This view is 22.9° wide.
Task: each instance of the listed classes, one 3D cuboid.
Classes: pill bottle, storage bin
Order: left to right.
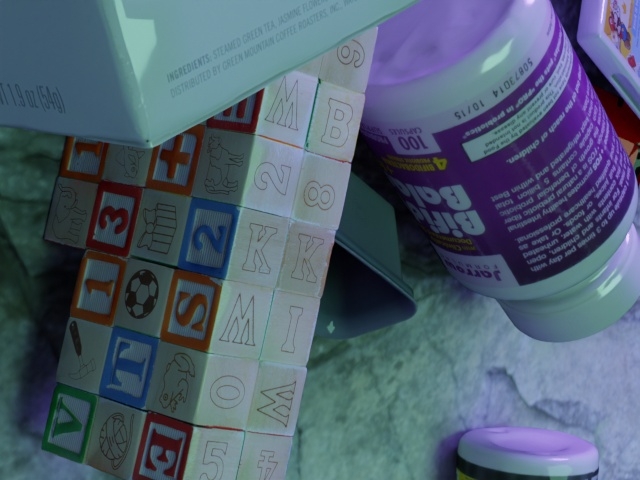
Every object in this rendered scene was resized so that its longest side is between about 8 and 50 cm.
[{"bbox_3d":[0.000,0.000,1.133,0.135,0.098,0.091,38,41,-43],"label":"storage bin"},{"bbox_3d":[0.141,-0.061,1.206,0.169,0.169,0.301,-55,131,-25],"label":"pill bottle"},{"bbox_3d":[0.168,0.269,1.326,0.119,0.119,0.208,-4,99,-47],"label":"pill bottle"}]

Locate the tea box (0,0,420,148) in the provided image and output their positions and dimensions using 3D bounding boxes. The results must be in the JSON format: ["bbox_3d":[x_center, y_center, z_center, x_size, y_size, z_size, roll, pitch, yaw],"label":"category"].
[{"bbox_3d":[-0.150,-0.240,0.748,0.220,0.329,0.324,-33,118,-39],"label":"tea box"}]

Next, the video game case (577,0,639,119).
[{"bbox_3d":[0.294,-0.213,1.407,0.206,0.026,0.227,41,51,-43],"label":"video game case"}]

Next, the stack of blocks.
[{"bbox_3d":[-0.083,-0.003,0.975,0.087,0.171,0.297,13,88,-47],"label":"stack of blocks"}]

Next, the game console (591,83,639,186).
[{"bbox_3d":[0.249,-0.053,1.437,0.124,0.085,0.144,21,79,-15],"label":"game console"}]
